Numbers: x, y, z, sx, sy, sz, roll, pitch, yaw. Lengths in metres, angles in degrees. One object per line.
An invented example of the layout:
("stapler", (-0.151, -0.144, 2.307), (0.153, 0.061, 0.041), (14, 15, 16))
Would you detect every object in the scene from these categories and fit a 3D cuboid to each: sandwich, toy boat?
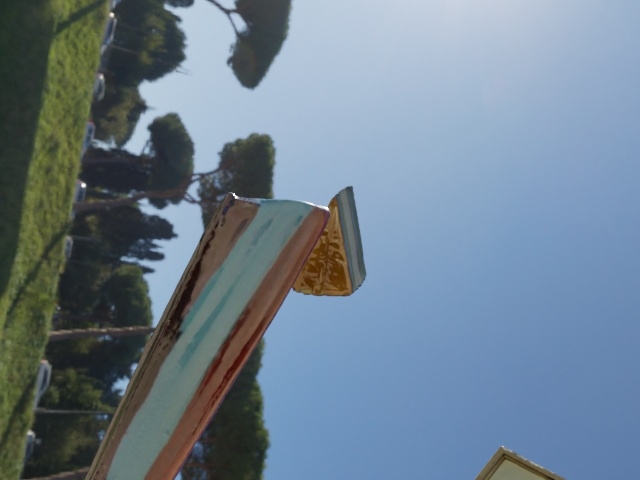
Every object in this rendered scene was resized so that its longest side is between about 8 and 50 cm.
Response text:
("sandwich", (0.000, 0.000, 0.964), (0.113, 0.079, 0.163), (-1, -70, 25))
("toy boat", (-0.118, 0.122, 0.520), (0.392, 0.079, 0.136), (-60, -165, 19))

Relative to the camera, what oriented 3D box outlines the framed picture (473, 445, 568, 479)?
("framed picture", (0.242, 0.306, 0.631), (0.201, 0.136, 0.010), (18, -48, 43))
